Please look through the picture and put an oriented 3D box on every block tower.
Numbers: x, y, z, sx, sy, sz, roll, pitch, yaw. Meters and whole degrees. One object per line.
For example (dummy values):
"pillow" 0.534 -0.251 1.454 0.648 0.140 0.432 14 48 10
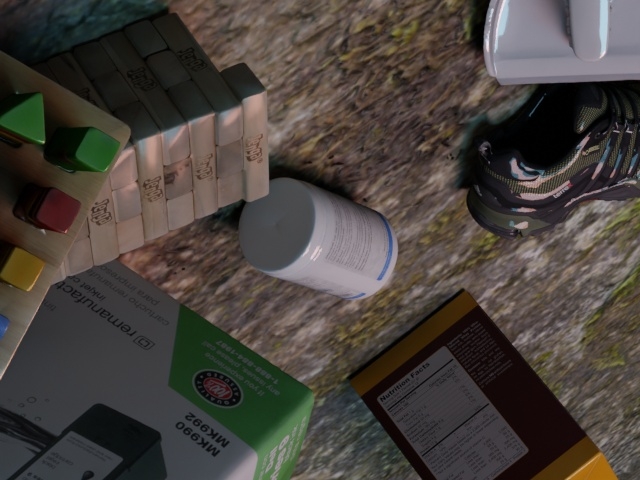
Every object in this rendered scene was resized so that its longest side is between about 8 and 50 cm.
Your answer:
"block tower" -0.196 -0.022 0.924 0.335 0.097 0.091 -23 144 -18

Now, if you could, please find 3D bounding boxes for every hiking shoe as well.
"hiking shoe" 0.217 -0.084 1.240 0.226 0.086 0.114 -27 149 -14

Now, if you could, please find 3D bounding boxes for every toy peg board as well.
"toy peg board" -0.192 -0.026 0.814 0.161 0.079 0.161 30 82 -20

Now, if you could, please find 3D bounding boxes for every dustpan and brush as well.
"dustpan and brush" 0.175 -0.190 1.071 0.147 0.060 0.211 -1 119 12

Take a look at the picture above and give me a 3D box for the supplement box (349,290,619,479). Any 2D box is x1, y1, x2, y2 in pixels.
"supplement box" 0.153 0.182 1.403 0.129 0.194 0.191 -38 147 0

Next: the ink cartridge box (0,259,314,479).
"ink cartridge box" -0.172 0.147 0.950 0.289 0.211 0.122 -42 158 -47

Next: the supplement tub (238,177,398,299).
"supplement tub" 0.000 0.000 1.152 0.071 0.071 0.107 -48 145 15
